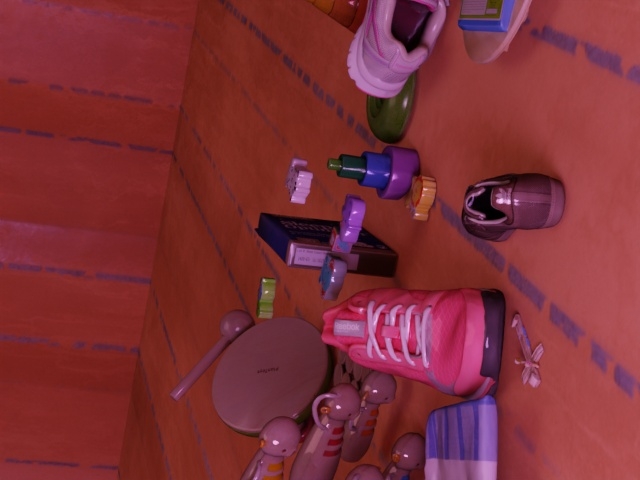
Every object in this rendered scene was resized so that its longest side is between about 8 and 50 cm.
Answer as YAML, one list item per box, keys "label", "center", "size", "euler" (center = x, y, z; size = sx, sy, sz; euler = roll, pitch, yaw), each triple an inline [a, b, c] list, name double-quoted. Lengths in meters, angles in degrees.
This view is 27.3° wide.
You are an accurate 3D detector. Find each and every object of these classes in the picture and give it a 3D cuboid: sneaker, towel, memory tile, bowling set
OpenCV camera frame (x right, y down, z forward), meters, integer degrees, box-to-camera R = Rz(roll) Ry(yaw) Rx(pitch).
- label: "sneaker"
  center: [0.086, 0.103, 1.349]
  size: [0.314, 0.136, 0.116]
  euler: [167, 108, -73]
- label: "towel"
  center: [0.128, 0.293, 1.246]
  size: [0.209, 0.034, 0.285]
  euler: [128, 146, -78]
- label: "memory tile"
  center: [0.047, 0.157, 1.686]
  size: [0.148, 0.012, 0.113]
  euler: [-142, 60, -71]
- label: "sneaker"
  center: [0.163, -0.038, 1.260]
  size: [0.188, 0.071, 0.066]
  euler: [162, 114, -72]
- label: "bowling set"
  center: [0.056, 0.253, 1.414]
  size: [0.287, 0.199, 0.154]
  euler: [-29, -34, -55]
- label: "sneaker"
  center: [0.105, -0.298, 1.547]
  size: [0.111, 0.103, 0.252]
  euler: [-10, 74, 64]

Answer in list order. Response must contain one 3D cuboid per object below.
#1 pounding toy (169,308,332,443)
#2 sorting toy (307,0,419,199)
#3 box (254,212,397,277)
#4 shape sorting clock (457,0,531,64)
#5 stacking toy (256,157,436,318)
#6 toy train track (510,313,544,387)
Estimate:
- label: "pounding toy"
  center: [-0.069, 0.207, 1.871]
  size: [0.236, 0.110, 0.183]
  euler: [15, 64, 40]
- label: "sorting toy"
  center: [0.042, -0.212, 1.660]
  size: [0.127, 0.126, 0.366]
  euler: [119, 153, -53]
- label: "box"
  center: [0.000, 0.000, 1.691]
  size: [0.225, 0.136, 0.037]
  euler: [-143, 60, -71]
- label: "shape sorting clock"
  center: [0.189, -0.279, 1.329]
  size: [0.206, 0.040, 0.206]
  euler: [-172, 90, -78]
- label: "stacking toy"
  center: [0.026, 0.012, 1.541]
  size: [0.052, 0.166, 0.221]
  euler: [-110, 32, -58]
- label: "toy train track"
  center: [0.187, 0.101, 1.222]
  size: [0.083, 0.014, 0.048]
  euler: [-100, 23, -47]
